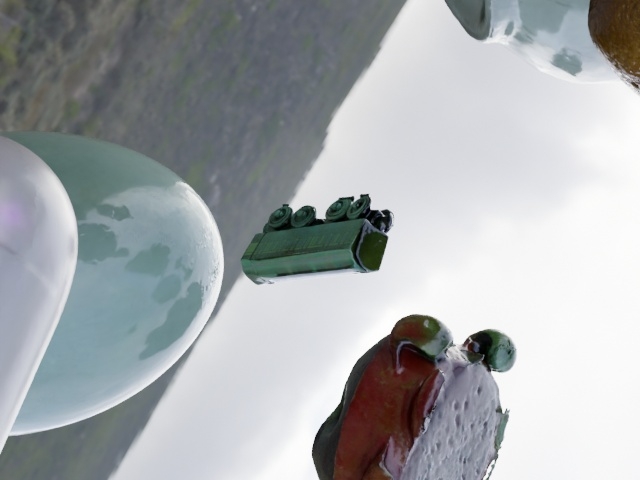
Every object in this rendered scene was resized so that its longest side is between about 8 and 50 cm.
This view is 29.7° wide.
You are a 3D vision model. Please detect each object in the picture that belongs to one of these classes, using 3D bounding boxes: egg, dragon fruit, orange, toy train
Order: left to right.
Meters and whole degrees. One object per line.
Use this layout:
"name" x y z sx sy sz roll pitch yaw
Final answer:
"egg" -0.279 0.038 1.105 0.276 0.389 0.276 168 -90 -70
"toy train" 0.000 0.000 0.989 0.148 0.038 0.071 -8 -132 45
"dragon fruit" 0.092 0.202 1.232 0.130 0.268 0.295 14 -129 34
"orange" 0.156 -0.097 0.531 0.085 0.085 0.085 -55 -168 19

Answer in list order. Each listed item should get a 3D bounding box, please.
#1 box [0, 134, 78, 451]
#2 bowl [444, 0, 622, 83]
"box" -0.292 0.098 0.676 0.289 0.141 0.349 -9 -130 38
"bowl" 0.133 -0.218 0.668 0.163 0.307 0.307 -22 -166 -1
